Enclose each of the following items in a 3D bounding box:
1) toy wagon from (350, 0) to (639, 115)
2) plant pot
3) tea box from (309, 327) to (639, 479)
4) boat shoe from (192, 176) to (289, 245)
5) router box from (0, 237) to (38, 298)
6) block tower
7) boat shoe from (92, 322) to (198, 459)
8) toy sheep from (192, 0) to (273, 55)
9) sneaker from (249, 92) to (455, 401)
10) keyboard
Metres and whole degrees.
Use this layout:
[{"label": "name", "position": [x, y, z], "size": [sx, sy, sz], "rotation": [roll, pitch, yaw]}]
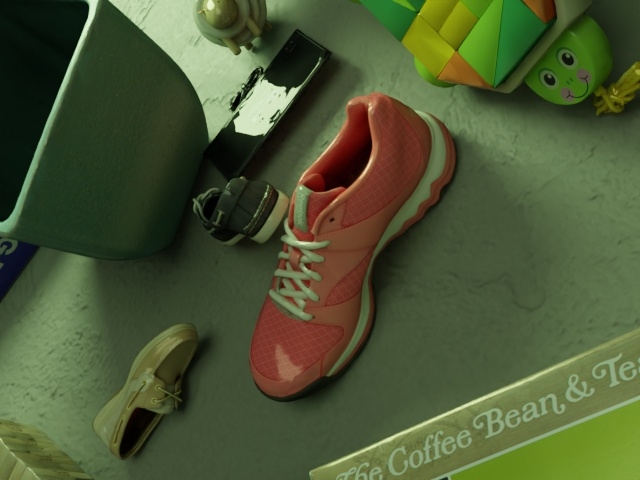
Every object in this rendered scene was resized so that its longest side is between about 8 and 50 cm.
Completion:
[{"label": "toy wagon", "position": [0.133, -0.231, 0.785], "size": [0.068, 0.267, 0.344], "rotation": [-40, 83, -25]}, {"label": "plant pot", "position": [-0.269, -0.106, 1.005], "size": [0.248, 0.252, 0.247], "rotation": [13, 82, 36]}, {"label": "tea box", "position": [0.214, 0.246, 0.575], "size": [0.329, 0.220, 0.323], "rotation": [-28, 61, 23]}, {"label": "boat shoe", "position": [-0.093, -0.039, 0.927], "size": [0.075, 0.065, 0.206], "rotation": [-63, 19, -7]}, {"label": "router box", "position": [-0.486, -0.065, 1.244], "size": [0.335, 0.082, 0.301], "rotation": [-53, 53, 7]}, {"label": "block tower", "position": [-0.279, 0.298, 0.971], "size": [0.335, 0.091, 0.097], "rotation": [24, 87, 37]}, {"label": "boat shoe", "position": [-0.175, 0.163, 0.970], "size": [0.170, 0.063, 0.059], "rotation": [-54, 55, 18]}, {"label": "toy sheep", "position": [-0.100, -0.260, 1.042], "size": [0.091, 0.132, 0.091], "rotation": [1, 105, 5]}, {"label": "sneaker", "position": [0.000, -0.001, 0.859], "size": [0.116, 0.136, 0.313], "rotation": [28, 91, 38]}, {"label": "keyboard", "position": [-0.064, -0.152, 1.024], "size": [0.180, 0.023, 0.108], "rotation": [-51, 42, 6]}]
